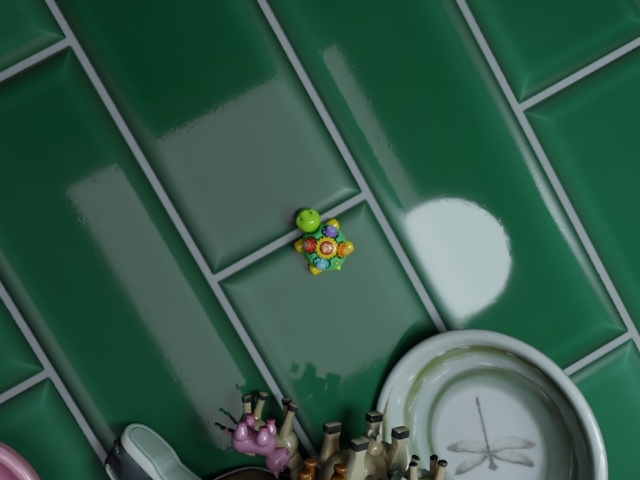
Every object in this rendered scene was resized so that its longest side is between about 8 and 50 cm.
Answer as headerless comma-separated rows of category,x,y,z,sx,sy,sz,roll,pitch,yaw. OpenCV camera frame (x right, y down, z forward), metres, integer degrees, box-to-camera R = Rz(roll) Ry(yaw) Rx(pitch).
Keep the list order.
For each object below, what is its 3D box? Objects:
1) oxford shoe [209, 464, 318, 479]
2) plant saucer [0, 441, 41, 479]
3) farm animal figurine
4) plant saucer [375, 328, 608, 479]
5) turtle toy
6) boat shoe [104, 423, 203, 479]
oxford shoe,-0.105,0.465,0.990,0.227,0.096,0.082,-1,96,-2
plant saucer,-0.632,0.488,0.952,0.332,0.084,0.331,0,91,-4
farm animal figurine,0.009,0.389,0.911,0.327,0.330,0.172,4,97,-21
plant saucer,0.283,0.354,0.949,0.401,0.101,0.400,-6,80,36
turtle toy,0.000,0.000,0.996,0.095,0.066,0.130,-34,94,-3
boat shoe,-0.255,0.453,0.945,0.302,0.114,0.091,40,97,24
